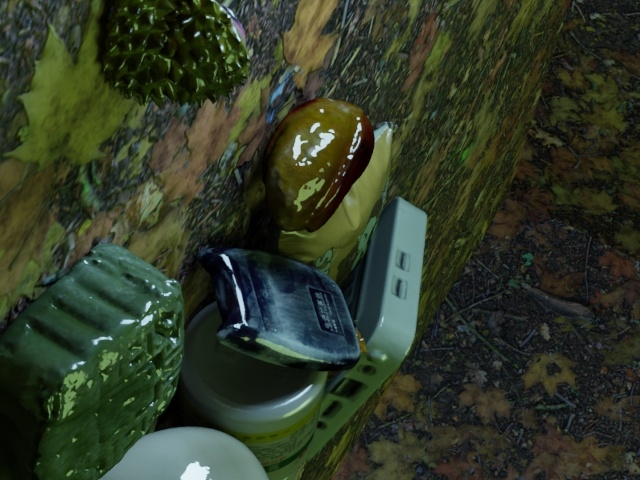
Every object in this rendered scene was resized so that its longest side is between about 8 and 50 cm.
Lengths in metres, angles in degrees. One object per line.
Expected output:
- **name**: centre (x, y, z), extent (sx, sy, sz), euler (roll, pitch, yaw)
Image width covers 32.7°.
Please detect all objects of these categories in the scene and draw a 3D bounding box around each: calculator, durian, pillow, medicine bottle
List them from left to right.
- **durian**: centre (-0.122, -0.167, 0.974), extent (0.119, 0.108, 0.186), euler (-56, 165, -23)
- **medicine bottle**: centre (-0.106, 0.250, 1.608), extent (0.208, 0.208, 0.339), euler (-52, 163, -34)
- **calculator**: centre (-0.043, 0.093, 1.459), extent (0.040, 0.177, 0.268), euler (-37, 145, 29)
- **pillow**: centre (0.000, 0.000, 1.681), extent (0.312, 0.119, 0.310), euler (-44, 163, -38)

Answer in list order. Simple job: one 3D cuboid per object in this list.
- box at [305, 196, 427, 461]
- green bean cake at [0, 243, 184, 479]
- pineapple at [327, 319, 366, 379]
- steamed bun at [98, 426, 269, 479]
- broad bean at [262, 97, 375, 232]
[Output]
- **box**: centre (0.047, 0.148, 1.857), extent (0.367, 0.090, 0.373), euler (-54, -166, 37)
- **green bean cake**: centre (-0.245, 0.144, 1.121), extent (0.227, 0.125, 0.222), euler (-42, 156, -41)
- **pineapple**: centre (0.014, 0.156, 1.605), extent (0.069, 0.137, 0.116), euler (-12, 115, -26)
- **steamed bun**: centre (-0.213, 0.375, 1.404), extent (0.324, 0.206, 0.324), euler (-26, 150, -16)
- **broad bean**: centre (-0.009, -0.103, 1.455), extent (0.228, 0.122, 0.156), euler (-51, 161, -40)
